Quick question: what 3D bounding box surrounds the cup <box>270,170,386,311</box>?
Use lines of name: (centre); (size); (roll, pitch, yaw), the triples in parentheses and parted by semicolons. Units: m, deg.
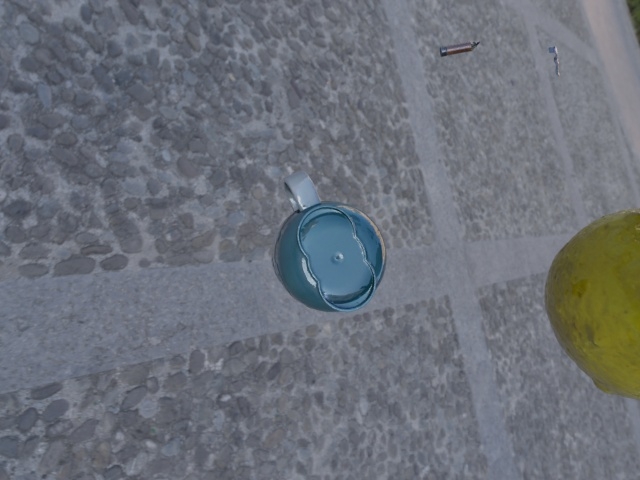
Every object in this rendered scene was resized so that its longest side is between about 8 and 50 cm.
cup: (0.000, 0.000, 0.978); (0.219, 0.257, 0.290); (-23, 94, -7)

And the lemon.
lemon: (0.588, 0.110, 0.855); (0.387, 0.349, 0.350); (74, 16, -69)

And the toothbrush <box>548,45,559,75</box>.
toothbrush: (0.642, -0.486, 1.324); (0.193, 0.019, 0.013); (9, 87, -59)

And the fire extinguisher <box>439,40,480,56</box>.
fire extinguisher: (0.304, -0.420, 1.057); (0.028, 0.083, 0.023); (42, 41, -79)
